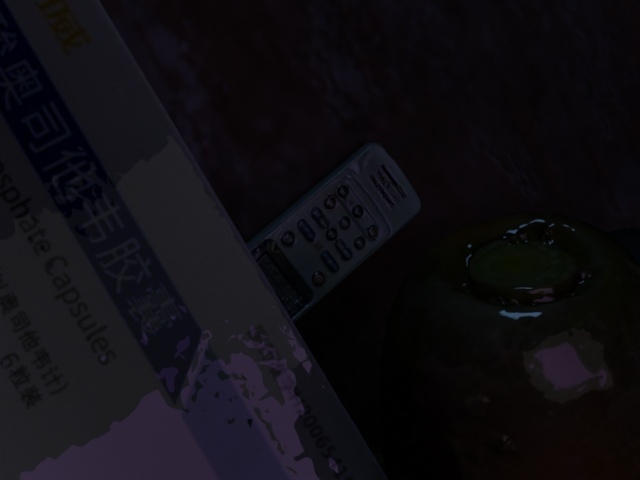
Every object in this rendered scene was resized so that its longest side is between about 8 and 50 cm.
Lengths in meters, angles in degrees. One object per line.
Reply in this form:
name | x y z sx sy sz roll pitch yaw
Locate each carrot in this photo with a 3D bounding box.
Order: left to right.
carrot | 0.105 0.133 0.629 0.138 0.138 0.302 -24 114 -20

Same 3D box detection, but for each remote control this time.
remote control | 0.000 0.000 0.774 0.124 0.018 0.053 -40 103 -17

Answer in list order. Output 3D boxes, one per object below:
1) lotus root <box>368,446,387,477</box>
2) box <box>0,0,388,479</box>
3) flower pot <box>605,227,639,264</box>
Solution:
lotus root | -0.018 0.298 0.727 0.374 0.111 0.391 9 87 -19
box | -0.140 0.025 0.647 0.200 0.065 0.343 -31 86 -18
flower pot | 0.204 0.098 0.766 0.243 0.189 0.157 41 91 -23
